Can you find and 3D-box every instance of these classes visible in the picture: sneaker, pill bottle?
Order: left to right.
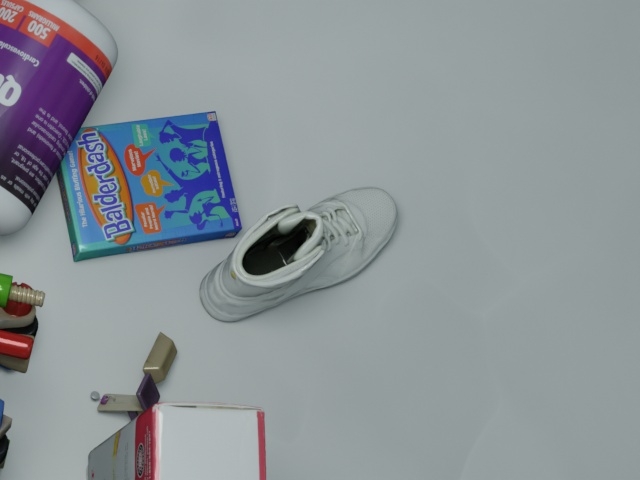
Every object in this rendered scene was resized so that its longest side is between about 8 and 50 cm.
[{"bbox_3d":[-0.382,-0.135,1.832,0.181,0.181,0.323,29,76,-9],"label":"pill bottle"},{"bbox_3d":[0.000,0.000,1.944,0.292,0.169,0.108,-30,84,-25],"label":"sneaker"}]

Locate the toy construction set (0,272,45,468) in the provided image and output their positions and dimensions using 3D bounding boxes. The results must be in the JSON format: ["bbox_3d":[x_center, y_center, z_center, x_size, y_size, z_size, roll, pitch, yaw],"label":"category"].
[{"bbox_3d":[-0.435,0.127,1.698,0.237,0.309,0.257,14,62,-9],"label":"toy construction set"}]

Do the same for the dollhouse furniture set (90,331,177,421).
[{"bbox_3d":[-0.221,0.175,1.902,0.081,0.091,0.114,-1,41,22],"label":"dollhouse furniture set"}]

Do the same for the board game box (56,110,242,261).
[{"bbox_3d":[-0.217,-0.069,1.955,0.210,0.047,0.160,-10,78,-20],"label":"board game box"}]

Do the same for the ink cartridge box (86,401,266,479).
[{"bbox_3d":[-0.161,0.314,1.717,0.131,0.306,0.226,3,73,-19],"label":"ink cartridge box"}]
